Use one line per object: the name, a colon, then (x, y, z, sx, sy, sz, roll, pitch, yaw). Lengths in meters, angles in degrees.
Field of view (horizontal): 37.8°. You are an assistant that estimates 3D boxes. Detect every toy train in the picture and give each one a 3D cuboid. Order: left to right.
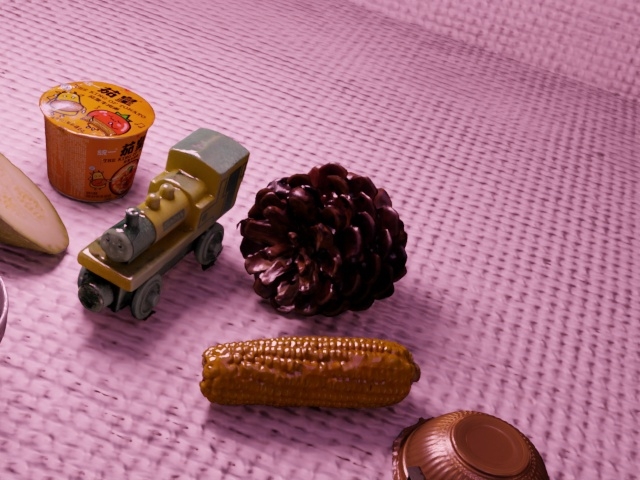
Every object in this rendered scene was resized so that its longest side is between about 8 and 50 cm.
toy train: (-0.274, -0.021, 1.594, 0.150, 0.237, 0.369, 27, 37, 12)

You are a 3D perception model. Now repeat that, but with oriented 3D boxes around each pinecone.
pinecone: (0.000, -0.003, 1.670, 0.298, 0.242, 0.296, 39, 39, 20)

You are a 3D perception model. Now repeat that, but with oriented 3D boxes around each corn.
corn: (-0.014, 0.211, 1.484, 0.364, 0.120, 0.120, 1, 38, -17)

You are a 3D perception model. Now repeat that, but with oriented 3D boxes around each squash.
squash: (-0.559, -0.095, 1.629, 0.261, 0.189, 0.189, 14, 35, 5)

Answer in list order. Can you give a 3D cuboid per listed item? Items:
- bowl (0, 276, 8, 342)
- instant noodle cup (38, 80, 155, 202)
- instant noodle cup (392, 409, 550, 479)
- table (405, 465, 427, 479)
bowl: (-0.599, 0.136, 1.333, 0.287, 0.143, 0.287, 11, 36, -8)
instant noodle cup: (-0.439, -0.187, 1.810, 0.216, 0.172, 0.215, 11, 35, -8)
instant noodle cup: (0.249, 0.342, 1.428, 0.274, 0.090, 0.274, 11, 35, -8)
table: (0.117, 0.412, 1.229, 0.063, 0.146, 0.175, -2, 39, -23)
